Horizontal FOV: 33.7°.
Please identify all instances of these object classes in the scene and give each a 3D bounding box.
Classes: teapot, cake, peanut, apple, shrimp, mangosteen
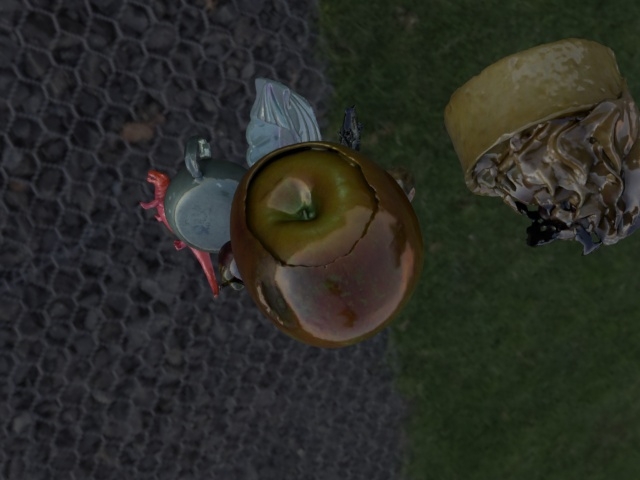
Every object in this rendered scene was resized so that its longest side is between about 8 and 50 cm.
[{"bbox_3d":[-0.196,-0.071,1.983,0.193,0.129,0.294,-8,128,13],"label":"teapot"},{"bbox_3d":[0.400,-0.131,1.782,0.332,0.321,0.332,-16,160,-6],"label":"cake"},{"bbox_3d":[0.115,-0.033,1.867,0.104,0.227,0.086,-8,149,31],"label":"peanut"},{"bbox_3d":[0.000,0.000,1.211,0.237,0.237,0.207,-40,130,-3],"label":"apple"},{"bbox_3d":[0.011,-0.110,1.810,0.198,0.051,0.262,0,100,-59],"label":"shrimp"},{"bbox_3d":[-0.115,0.036,1.585,0.081,0.081,0.081,-21,135,-22],"label":"mangosteen"}]

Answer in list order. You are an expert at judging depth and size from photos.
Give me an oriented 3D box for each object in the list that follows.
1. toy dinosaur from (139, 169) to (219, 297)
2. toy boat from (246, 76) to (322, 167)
[{"bbox_3d":[-0.242,-0.036,2.120,0.139,0.070,0.286,-37,94,2],"label":"toy dinosaur"},{"bbox_3d":[-0.067,-0.189,2.128,0.100,0.199,0.290,-26,125,-33],"label":"toy boat"}]
